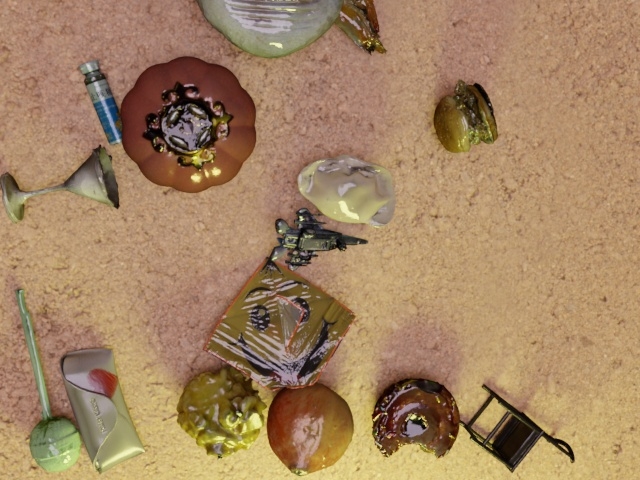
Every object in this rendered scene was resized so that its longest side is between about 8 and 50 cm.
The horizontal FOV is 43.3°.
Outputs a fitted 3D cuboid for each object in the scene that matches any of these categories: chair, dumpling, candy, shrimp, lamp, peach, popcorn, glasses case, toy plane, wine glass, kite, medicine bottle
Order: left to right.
[{"bbox_3d":[-0.659,0.328,1.888,0.119,0.119,0.439,-14,93,-7],"label":"candy"},{"bbox_3d":[-0.581,-0.118,1.802,0.232,0.156,0.156,-13,101,-2],"label":"wine glass"},{"bbox_3d":[-0.519,0.407,1.919,0.128,0.083,0.308,-16,101,-6],"label":"glasses case"},{"bbox_3d":[-0.490,-0.310,1.828,0.051,0.051,0.191,-22,102,-5],"label":"medicine bottle"},{"bbox_3d":[-0.288,-0.252,1.773,0.306,0.239,0.305,-2,100,-9],"label":"lamp"},{"bbox_3d":[-0.232,0.407,1.923,0.189,0.169,0.218,-44,109,1],"label":"popcorn"},{"bbox_3d":[-0.100,0.196,1.937,0.378,0.013,0.327,-8,80,-9],"label":"kite"},{"bbox_3d":[-0.027,0.459,1.939,0.233,0.232,0.232,-1,99,-9],"label":"peach"},{"bbox_3d":[0.002,0.004,1.943,0.247,0.078,0.169,6,116,-13],"label":"toy plane"},{"bbox_3d":[0.066,-0.122,1.907,0.250,0.132,0.162,21,98,-12],"label":"dumpling"},{"bbox_3d":[0.091,-0.528,1.891,0.115,0.051,0.217,-40,100,-3],"label":"shrimp"},{"bbox_3d":[0.501,0.507,2.072,0.260,0.154,0.141,38,92,-10],"label":"chair"}]

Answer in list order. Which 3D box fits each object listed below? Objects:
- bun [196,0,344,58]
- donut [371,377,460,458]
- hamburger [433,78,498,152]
[{"bbox_3d":[-0.109,-0.585,1.765,0.362,0.211,0.361,-1,101,-6],"label":"bun"},{"bbox_3d":[0.234,0.447,2.044,0.231,0.096,0.216,-6,97,-8],"label":"donut"},{"bbox_3d":[0.339,-0.295,1.913,0.131,0.159,0.184,-16,120,-4],"label":"hamburger"}]
